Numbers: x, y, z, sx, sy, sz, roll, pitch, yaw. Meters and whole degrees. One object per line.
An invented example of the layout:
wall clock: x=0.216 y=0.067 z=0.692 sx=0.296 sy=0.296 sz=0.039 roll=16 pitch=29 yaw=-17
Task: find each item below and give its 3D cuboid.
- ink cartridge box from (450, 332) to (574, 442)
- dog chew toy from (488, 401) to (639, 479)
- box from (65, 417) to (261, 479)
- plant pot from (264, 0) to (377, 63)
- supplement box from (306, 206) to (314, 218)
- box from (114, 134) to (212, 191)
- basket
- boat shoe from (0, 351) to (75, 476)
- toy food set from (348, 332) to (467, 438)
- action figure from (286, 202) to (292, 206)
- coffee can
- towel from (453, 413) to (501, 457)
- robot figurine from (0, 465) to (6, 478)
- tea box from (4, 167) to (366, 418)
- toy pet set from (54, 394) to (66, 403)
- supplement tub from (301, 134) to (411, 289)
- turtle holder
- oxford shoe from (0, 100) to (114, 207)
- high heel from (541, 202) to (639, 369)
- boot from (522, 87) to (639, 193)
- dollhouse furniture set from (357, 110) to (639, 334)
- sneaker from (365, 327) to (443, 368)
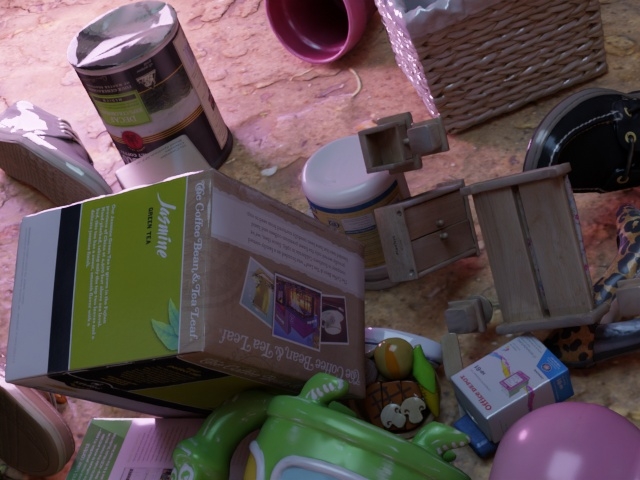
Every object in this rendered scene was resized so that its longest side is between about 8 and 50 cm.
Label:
ink cartridge box: x=0.237 y=0.181 z=1.413 sx=0.122 sy=0.052 sz=0.088 roll=-31 pitch=40 yaw=-9
dog chew toy: x=0.345 y=0.291 z=1.188 sx=0.332 sy=0.206 sz=0.206 roll=12 pitch=50 yaw=23
box: x=-0.193 y=0.337 z=1.481 sx=0.322 sy=0.058 sz=0.232 roll=-2 pitch=44 yaw=21
plant pot: x=0.023 y=-0.461 z=2.172 sx=0.201 sy=0.201 sz=0.180 roll=10 pitch=34 yaw=33
supplement box: x=0.000 y=0.000 z=1.758 sx=0.036 sy=0.062 sz=0.098 roll=-8 pitch=43 yaw=17
box: x=-0.204 y=-0.029 z=1.837 sx=0.148 sy=0.121 sz=0.311 roll=-31 pitch=40 yaw=-11
basket: x=0.267 y=-0.397 z=1.918 sx=0.331 sy=0.266 sz=0.328 roll=-22 pitch=40 yaw=-1
boat shoe: x=-0.439 y=0.230 z=1.654 sx=0.110 sy=0.122 sz=0.341 roll=-15 pitch=27 yaw=-39
toy food set: x=0.091 y=0.192 z=1.468 sx=0.192 sy=0.132 sz=0.038 roll=-12 pitch=-3 yaw=14
action figure: x=-0.060 y=-0.038 z=1.855 sx=0.115 sy=0.030 sz=0.038 roll=1 pitch=50 yaw=28
coffee can: x=-0.295 y=-0.251 z=2.003 sx=0.201 sy=0.275 sz=0.201 roll=-13 pitch=41 yaw=11
towel: x=0.232 y=0.223 z=1.433 sx=0.119 sy=0.029 sz=0.067 roll=-30 pitch=39 yaw=-11
robot figurine: x=-0.504 y=0.334 z=1.615 sx=0.115 sy=0.067 sz=0.101 roll=-4 pitch=32 yaw=20
tea box: x=-0.158 y=0.087 z=1.429 sx=0.323 sy=0.329 sz=0.220 roll=-10 pitch=69 yaw=32
toy pet set: x=-0.363 y=0.184 z=1.718 sx=0.114 sy=0.065 sz=0.122 roll=14 pitch=52 yaw=35
supplement tub: x=0.065 y=-0.039 z=1.664 sx=0.144 sy=0.200 sz=0.144 roll=-13 pitch=40 yaw=11
turtle holder: x=0.003 y=0.283 z=1.281 sx=0.227 sy=0.320 sz=0.243 roll=-66 pitch=12 yaw=-15
oxford shoe: x=-0.488 y=-0.161 z=2.085 sx=0.130 sy=0.169 sz=0.449 roll=-39 pitch=38 yaw=-21
high heel: x=0.364 y=0.053 z=1.518 sx=0.186 sy=0.093 sz=0.261 roll=-16 pitch=40 yaw=14
boot: x=0.481 y=-0.098 z=1.523 sx=0.377 sy=0.138 sz=0.284 roll=-11 pitch=32 yaw=-41
dollhouse furniture set: x=0.264 y=-0.049 z=1.480 sx=0.355 sy=0.303 sz=0.174 roll=-10 pitch=7 yaw=39
sneaker: x=0.042 y=0.172 z=1.547 sx=0.258 sy=0.094 sz=0.091 roll=-1 pitch=68 yaw=24
